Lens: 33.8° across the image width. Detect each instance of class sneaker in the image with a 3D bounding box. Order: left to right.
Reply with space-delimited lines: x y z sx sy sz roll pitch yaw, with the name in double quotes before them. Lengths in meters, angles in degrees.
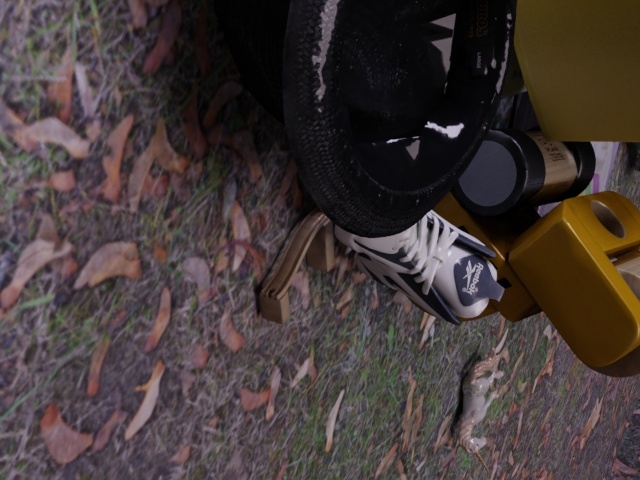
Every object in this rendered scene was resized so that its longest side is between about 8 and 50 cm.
"sneaker" 0.106 0.009 1.007 0.094 0.153 0.235 -59 163 -18

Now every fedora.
"fedora" 0.025 -0.162 0.828 0.334 0.152 0.334 -34 132 -46

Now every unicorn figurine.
"unicorn figurine" 0.238 0.248 1.593 0.111 0.060 0.162 -39 122 -46

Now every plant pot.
"plant pot" 0.328 -0.206 1.129 0.212 0.212 0.187 -22 112 -57

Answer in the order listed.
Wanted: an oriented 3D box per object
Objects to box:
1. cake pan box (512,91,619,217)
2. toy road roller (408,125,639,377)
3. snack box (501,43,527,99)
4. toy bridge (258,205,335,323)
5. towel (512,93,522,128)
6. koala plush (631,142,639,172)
"cake pan box" 0.331 -0.147 1.393 0.245 0.070 0.267 -12 118 -57
"toy road roller" 0.241 0.034 1.197 0.202 0.329 0.240 -12 151 -53
"snack box" 0.162 -0.239 1.137 0.322 0.060 0.187 -24 127 -56
"toy bridge" 0.000 0.000 1.019 0.188 0.026 0.063 -47 144 -42
"towel" 0.363 -0.227 1.510 0.317 0.053 0.332 -19 123 -53
"koala plush" 0.688 -0.181 2.037 0.203 0.196 0.221 -45 145 -22
